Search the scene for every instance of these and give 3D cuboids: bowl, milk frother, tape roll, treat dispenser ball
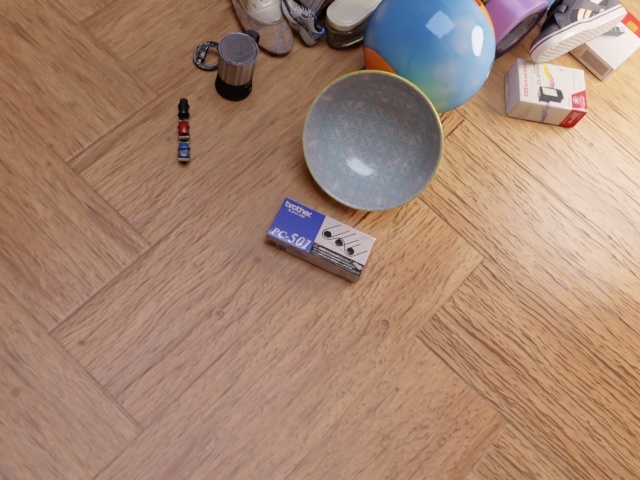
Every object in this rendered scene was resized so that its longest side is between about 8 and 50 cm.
[{"bbox_3d":[0.118,-0.221,1.473,0.290,0.289,0.156,30,23,1],"label":"bowl"},{"bbox_3d":[-0.208,-0.397,1.506,0.143,0.134,0.129,12,65,-7],"label":"milk frother"},{"bbox_3d":[0.447,-0.526,1.672,0.189,0.189,0.080,-34,77,-22],"label":"tape roll"},{"bbox_3d":[0.236,-0.421,1.528,0.288,0.288,0.288,4,67,-11],"label":"treat dispenser ball"}]

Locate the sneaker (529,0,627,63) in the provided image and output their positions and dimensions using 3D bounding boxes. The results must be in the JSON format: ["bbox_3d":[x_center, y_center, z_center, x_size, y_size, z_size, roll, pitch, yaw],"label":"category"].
[{"bbox_3d":[0.593,-0.529,1.678,0.321,0.126,0.127,-29,82,-30],"label":"sneaker"}]

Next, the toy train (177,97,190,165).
[{"bbox_3d":[-0.288,-0.232,1.473,0.027,0.036,0.158,0,68,-12],"label":"toy train"}]

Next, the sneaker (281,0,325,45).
[{"bbox_3d":[-0.037,-0.515,1.600,0.135,0.058,0.052,45,40,-34],"label":"sneaker"}]

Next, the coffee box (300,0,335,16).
[{"bbox_3d":[-0.037,-0.658,1.633,0.246,0.098,0.141,46,45,0],"label":"coffee box"}]

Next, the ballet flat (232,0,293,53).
[{"bbox_3d":[-0.158,-0.572,1.605,0.108,0.106,0.316,-29,77,-21],"label":"ballet flat"}]

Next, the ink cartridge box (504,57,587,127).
[{"bbox_3d":[0.543,-0.356,1.686,0.175,0.072,0.127,8,67,-9],"label":"ink cartridge box"}]

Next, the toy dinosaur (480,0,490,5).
[{"bbox_3d":[0.423,-0.613,1.755,0.118,0.064,0.268,21,57,40],"label":"toy dinosaur"}]

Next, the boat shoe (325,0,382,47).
[{"bbox_3d":[0.129,-0.564,1.674,0.305,0.091,0.109,-38,71,-24],"label":"boat shoe"}]

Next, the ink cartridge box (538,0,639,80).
[{"bbox_3d":[0.715,-0.595,1.828,0.261,0.066,0.296,-41,81,-23],"label":"ink cartridge box"}]

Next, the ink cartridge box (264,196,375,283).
[{"bbox_3d":[0.000,0.000,1.435,0.207,0.046,0.097,25,64,-1],"label":"ink cartridge box"}]
